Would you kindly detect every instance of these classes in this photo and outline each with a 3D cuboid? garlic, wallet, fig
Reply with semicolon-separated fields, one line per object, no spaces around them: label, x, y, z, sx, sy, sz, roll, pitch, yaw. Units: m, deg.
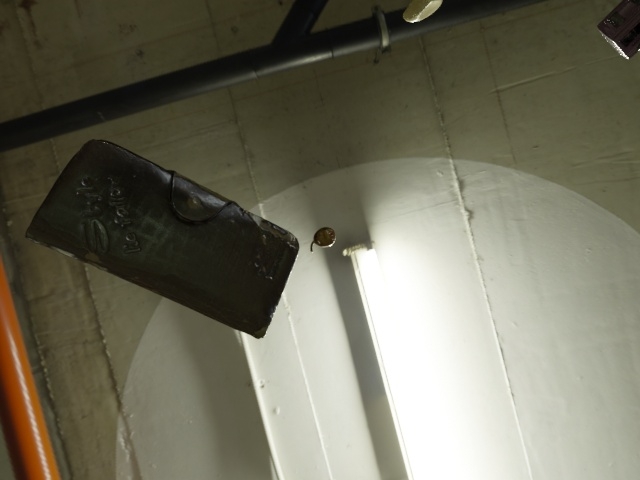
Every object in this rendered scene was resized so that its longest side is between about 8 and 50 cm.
garlic;0.186;-0.420;0.932;0.053;0.083;0.041;-31;-83;-23
wallet;-0.136;-0.006;0.498;0.232;0.031;0.122;26;-119;-12
fig;0.000;0.000;1.282;0.083;0.050;0.050;-36;-91;38

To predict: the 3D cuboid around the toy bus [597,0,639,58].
toy bus;0.669;-0.472;1.079;0.098;0.087;0.178;21;-53;-34
